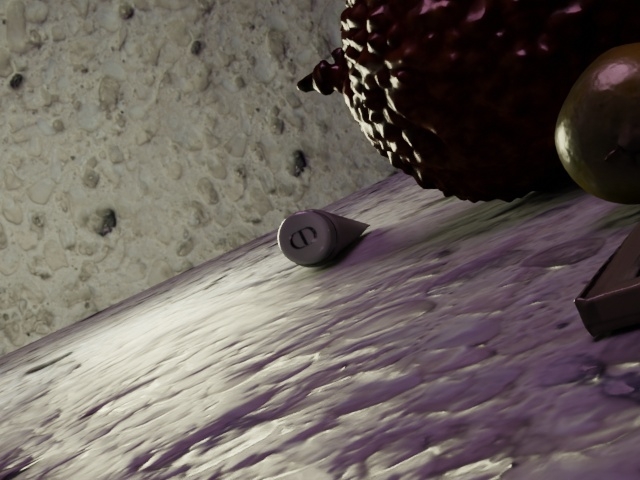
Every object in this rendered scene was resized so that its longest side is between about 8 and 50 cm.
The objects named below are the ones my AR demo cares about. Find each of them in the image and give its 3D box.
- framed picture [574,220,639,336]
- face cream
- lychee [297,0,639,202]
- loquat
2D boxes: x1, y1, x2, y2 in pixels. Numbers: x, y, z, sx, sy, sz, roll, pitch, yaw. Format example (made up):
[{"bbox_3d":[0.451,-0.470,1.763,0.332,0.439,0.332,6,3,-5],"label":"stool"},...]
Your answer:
[{"bbox_3d":[0.403,-0.062,0.615,0.446,0.028,0.326,-21,5,30],"label":"framed picture"},{"bbox_3d":[0.000,0.000,1.597,0.143,0.089,0.314,-22,-6,8],"label":"face cream"},{"bbox_3d":[0.204,-0.253,1.285,0.500,0.424,0.424,-11,7,11],"label":"lychee"},{"bbox_3d":[0.297,-0.106,0.913,0.152,0.152,0.195,-20,3,32],"label":"loquat"}]
